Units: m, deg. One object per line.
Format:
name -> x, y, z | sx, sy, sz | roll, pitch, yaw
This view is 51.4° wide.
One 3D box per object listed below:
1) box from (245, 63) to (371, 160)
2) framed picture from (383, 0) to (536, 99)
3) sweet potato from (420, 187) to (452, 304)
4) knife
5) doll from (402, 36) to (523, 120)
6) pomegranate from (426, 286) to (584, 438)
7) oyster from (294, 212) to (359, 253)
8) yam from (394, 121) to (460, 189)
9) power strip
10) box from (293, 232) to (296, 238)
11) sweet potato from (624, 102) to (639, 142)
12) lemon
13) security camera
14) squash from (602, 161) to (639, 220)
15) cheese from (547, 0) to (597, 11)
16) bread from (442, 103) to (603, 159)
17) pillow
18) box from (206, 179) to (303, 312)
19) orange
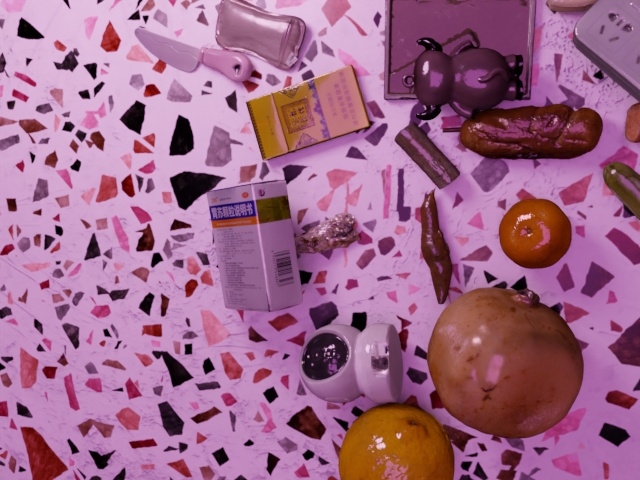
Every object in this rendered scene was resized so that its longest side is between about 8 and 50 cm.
box -> -0.030, -0.306, 1.611 | 0.279, 0.041, 0.153 | -16, 94, 14
framed picture -> 0.313, -0.445, 1.519 | 0.335, 0.022, 0.247 | 2, 98, 13
sweet potato -> 0.269, 0.014, 1.565 | 0.067, 0.067, 0.273 | -8, 93, 14
knife -> -0.324, -0.462, 1.670 | 0.336, 0.043, 0.081 | 20, 115, 16
doll -> 0.310, -0.356, 1.460 | 0.258, 0.117, 0.181 | -1, 95, 12
pomegranate -> 0.397, 0.255, 1.437 | 0.333, 0.332, 0.332 | 2, 97, 13
oyster -> 0.001, -0.001, 1.623 | 0.200, 0.061, 0.106 | -35, 89, 7
yam -> 0.248, -0.197, 1.544 | 0.068, 0.068, 0.169 | -42, 90, 14
power strip -> 0.688, -0.441, 1.365 | 0.261, 0.141, 0.229 | -46, 75, 12
box -> -0.105, -0.004, 1.677 | 0.083, 0.012, 0.046 | 12, 100, 10
sweet potato -> 0.760, -0.288, 1.393 | 0.252, 0.097, 0.097 | -26, 90, 17
lemon -> 0.175, 0.517, 1.543 | 0.293, 0.293, 0.292 | 2, 97, 13
security camera -> 0.067, 0.293, 1.587 | 0.237, 0.194, 0.194 | -4, 96, 19
squash -> 0.709, -0.078, 1.445 | 0.069, 0.069, 0.239 | -45, 85, 14
cheese -> 0.595, -0.539, 1.426 | 0.256, 0.050, 0.127 | 16, 101, 4
bread -> 0.445, -0.241, 1.481 | 0.344, 0.084, 0.124 | 2, 97, 14
pillow -> -0.150, -0.503, 1.613 | 0.233, 0.038, 0.130 | 22, 113, 12
box -> -0.159, 0.014, 1.599 | 0.200, 0.106, 0.299 | -3, 96, 49
orange -> 0.477, -0.015, 1.473 | 0.159, 0.136, 0.158 | -1, 87, 31
